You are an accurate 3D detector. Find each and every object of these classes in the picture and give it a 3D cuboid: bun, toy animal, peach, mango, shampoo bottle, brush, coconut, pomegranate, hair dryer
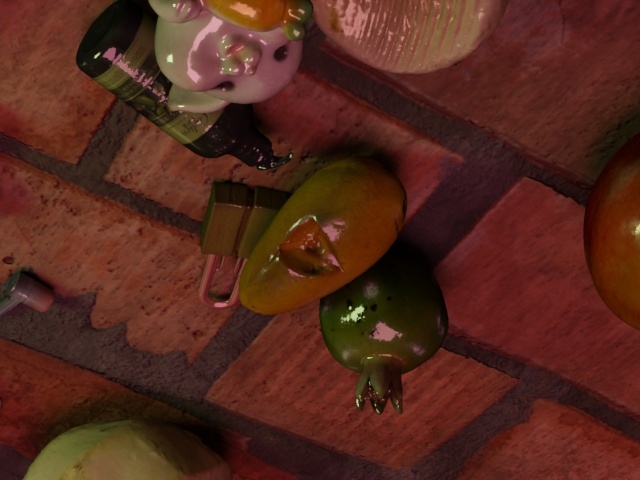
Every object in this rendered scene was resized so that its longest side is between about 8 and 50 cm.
[{"bbox_3d":[0.091,-0.315,1.316,0.259,0.160,0.259,11,142,9],"label":"bun"},{"bbox_3d":[-0.124,-0.259,1.292,0.183,0.247,0.310,-42,113,-11],"label":"toy animal"},{"bbox_3d":[0.492,-0.023,1.508,0.308,0.308,0.332,21,114,-18],"label":"peach"},{"bbox_3d":[0.000,0.000,1.592,0.262,0.130,0.167,-47,158,21],"label":"mango"},{"bbox_3d":[-0.157,-0.170,1.484,0.101,0.101,0.284,-36,124,28],"label":"shampoo bottle"},{"bbox_3d":[-0.123,0.022,1.700,0.103,0.047,0.233,9,133,-12],"label":"brush"},{"bbox_3d":[-0.295,0.452,1.932,0.352,0.352,0.352,0,133,0],"label":"coconut"},{"bbox_3d":[0.085,0.129,1.681,0.187,0.225,0.187,1,147,1],"label":"pomegranate"},{"bbox_3d":[-0.443,0.091,1.777,0.063,0.037,0.114,35,131,-30],"label":"hair dryer"}]
